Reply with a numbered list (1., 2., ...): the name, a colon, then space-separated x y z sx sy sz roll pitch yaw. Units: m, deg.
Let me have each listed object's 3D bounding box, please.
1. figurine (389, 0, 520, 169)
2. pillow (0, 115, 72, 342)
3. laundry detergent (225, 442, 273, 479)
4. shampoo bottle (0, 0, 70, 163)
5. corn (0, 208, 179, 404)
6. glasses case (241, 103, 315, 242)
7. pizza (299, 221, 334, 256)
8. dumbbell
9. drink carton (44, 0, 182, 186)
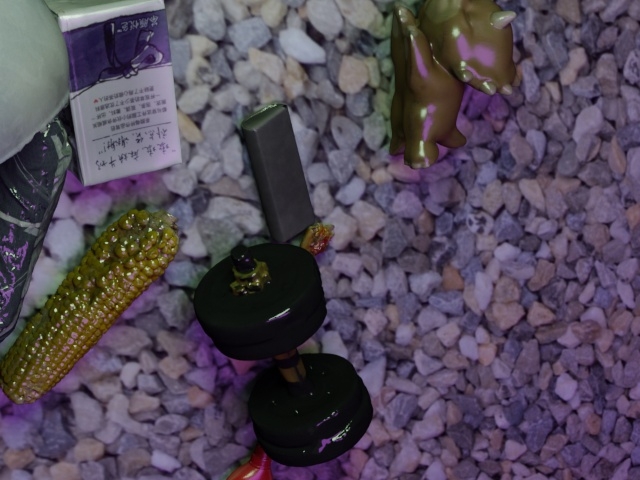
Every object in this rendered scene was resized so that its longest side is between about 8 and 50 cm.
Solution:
1. figurine: 0.191 -0.231 1.663 0.173 0.177 0.247 -4 104 -9
2. pillow: -0.372 -0.021 1.436 0.093 0.161 0.335 17 103 -20
3. laundry detergent: -0.115 0.389 1.853 0.097 0.049 0.165 10 104 -30
4. shampoo bottle: -0.421 -0.203 1.252 0.273 0.273 0.266 -38 117 -11
5. corn: -0.303 0.082 1.568 0.320 0.097 0.097 -49 127 0
6. glasses case: -0.058 -0.092 1.663 0.072 0.042 0.190 -31 125 -27
7. pizza: 0.000 0.001 1.736 0.078 0.025 0.083 -34 154 -31
8. dumbbell: -0.048 0.164 1.700 0.185 0.185 0.388 -32 125 -14
9. drink carton: -0.257 -0.190 1.464 0.134 0.102 0.222 -17 120 -25
